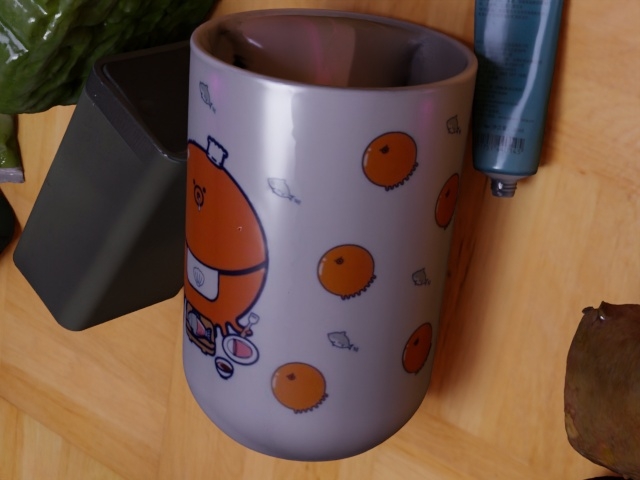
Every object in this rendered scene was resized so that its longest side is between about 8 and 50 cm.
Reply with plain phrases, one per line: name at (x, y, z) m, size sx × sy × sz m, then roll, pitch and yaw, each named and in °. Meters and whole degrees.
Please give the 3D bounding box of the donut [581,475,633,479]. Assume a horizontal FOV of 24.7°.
donut at (0.254, 0.230, 1.047) m, size 0.186 × 0.144 × 0.126 m, roll 153°, pitch 118°, yaw -66°

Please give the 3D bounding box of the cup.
cup at (0.000, 0.000, 1.136) m, size 0.212 × 0.212 × 0.317 m, roll 21°, pitch 119°, yaw 34°

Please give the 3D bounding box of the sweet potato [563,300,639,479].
sweet potato at (0.290, 0.118, 0.919) m, size 0.337 × 0.131 × 0.131 m, roll 11°, pitch 111°, yaw 61°

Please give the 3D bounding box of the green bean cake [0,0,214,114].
green bean cake at (-0.190, -0.216, 1.206) m, size 0.125 × 0.248 × 0.222 m, roll 49°, pitch 127°, yaw 16°

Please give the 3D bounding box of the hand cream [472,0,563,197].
hand cream at (0.143, -0.144, 1.092) m, size 0.083 × 0.048 × 0.224 m, roll 12°, pitch 104°, yaw 37°

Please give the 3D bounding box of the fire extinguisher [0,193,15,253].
fire extinguisher at (-0.444, 0.058, 1.595) m, size 0.095 × 0.114 × 0.311 m, roll 31°, pitch 133°, yaw -19°

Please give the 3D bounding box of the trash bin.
trash bin at (-0.155, -0.045, 1.284) m, size 0.122 × 0.164 × 0.240 m, roll 50°, pitch 129°, yaw 18°

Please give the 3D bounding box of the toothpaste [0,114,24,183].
toothpaste at (-0.343, -0.177, 1.476) m, size 0.047 × 0.078 × 0.248 m, roll -129°, pitch 39°, yaw -72°
